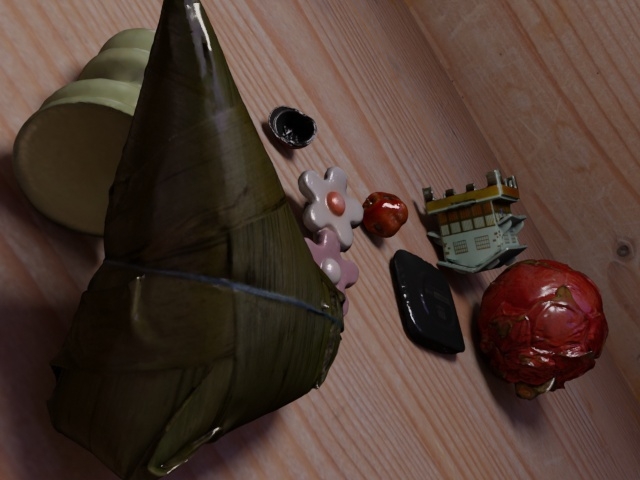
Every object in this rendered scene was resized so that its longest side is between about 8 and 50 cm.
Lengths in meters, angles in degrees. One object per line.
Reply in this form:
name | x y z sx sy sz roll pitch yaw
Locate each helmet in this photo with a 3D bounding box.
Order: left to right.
helmet | -0.051 -0.183 0.979 0.084 0.049 0.065 27 72 -9

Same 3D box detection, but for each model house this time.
model house | 0.370 -0.035 1.382 0.224 0.198 0.215 -1 81 -61

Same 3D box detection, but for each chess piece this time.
chess piece | -0.201 -0.135 0.607 0.144 0.144 0.251 42 26 -31

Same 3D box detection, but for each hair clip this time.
hair clip | 0.006 -0.002 0.888 0.146 0.075 0.257 42 37 -40

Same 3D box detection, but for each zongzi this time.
zongzi | -0.065 -0.014 0.537 0.323 0.159 0.361 -7 106 -65

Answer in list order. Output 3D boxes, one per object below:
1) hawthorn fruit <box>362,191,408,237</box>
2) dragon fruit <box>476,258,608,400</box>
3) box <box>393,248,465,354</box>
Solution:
hawthorn fruit | 0.116 -0.051 1.098 0.093 0.093 0.093 40 34 -34
dragon fruit | 0.477 0.178 1.280 0.277 0.277 0.343 47 48 -24
box | 0.211 0.117 1.139 0.212 0.042 0.201 29 43 -44
